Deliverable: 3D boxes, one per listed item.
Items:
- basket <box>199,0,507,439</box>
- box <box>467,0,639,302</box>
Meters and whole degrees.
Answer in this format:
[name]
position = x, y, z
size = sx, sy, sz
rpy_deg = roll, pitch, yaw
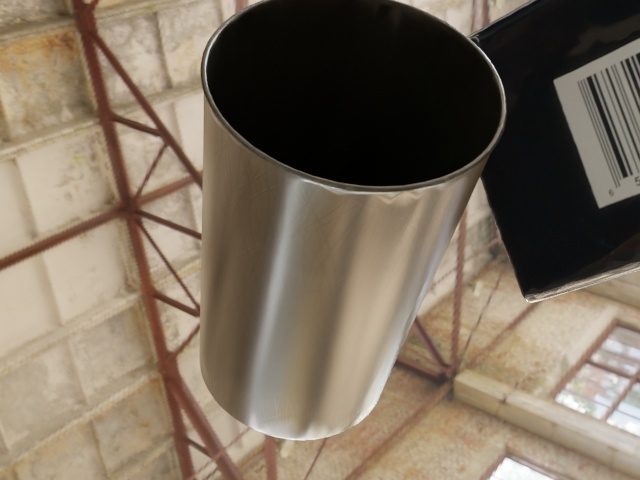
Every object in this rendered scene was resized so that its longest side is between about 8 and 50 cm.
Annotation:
[basket]
position = 0.000, 0.000, 0.474
size = 0.204, 0.154, 0.227
rpy_deg = -74, -3, -52
[box]
position = 0.341, -0.109, 0.666
size = 0.395, 0.293, 0.212
rpy_deg = -6, -105, -52
